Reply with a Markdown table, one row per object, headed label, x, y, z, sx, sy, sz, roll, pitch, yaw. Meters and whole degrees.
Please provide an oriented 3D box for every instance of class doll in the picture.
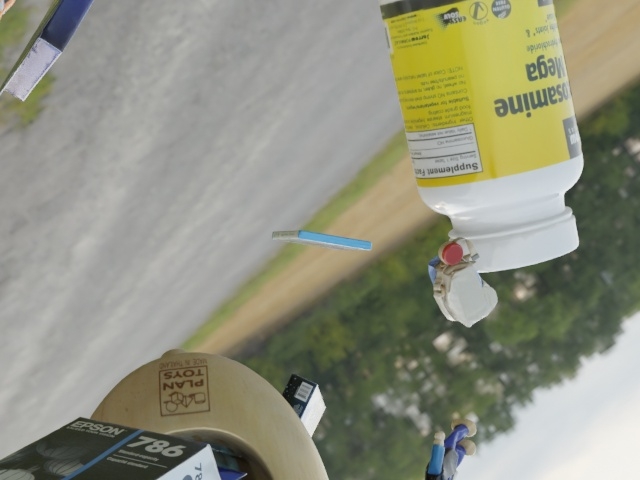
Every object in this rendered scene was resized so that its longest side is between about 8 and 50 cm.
| label | x | y | z | sx | sy | sz | roll | pitch | yaw |
| --- | --- | --- | --- | --- | --- | --- | --- | --- | --- |
| doll | 0.182 | 0.335 | 2.093 | 0.046 | 0.129 | 0.189 | 9 | -151 | 21 |

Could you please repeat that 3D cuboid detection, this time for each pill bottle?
| label | x | y | z | sx | sy | sz | roll | pitch | yaw |
| --- | --- | --- | --- | --- | --- | --- | --- | --- | --- |
| pill bottle | 0.185 | -0.142 | 1.562 | 0.187 | 0.334 | 0.188 | -12 | -172 | 2 |

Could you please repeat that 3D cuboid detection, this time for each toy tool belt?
| label | x | y | z | sx | sy | sz | roll | pitch | yaw |
| --- | --- | --- | --- | --- | --- | --- | --- | --- | --- |
| toy tool belt | 0.114 | 0.030 | 1.215 | 0.052 | 0.083 | 0.051 | -31 | -153 | -10 |

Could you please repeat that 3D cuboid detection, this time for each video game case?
| label | x | y | z | sx | sy | sz | roll | pitch | yaw |
| --- | --- | --- | --- | --- | --- | --- | --- | --- | --- |
| video game case | 0.000 | 0.000 | 2.241 | 0.119 | 0.015 | 0.166 | 9 | 177 | -16 |

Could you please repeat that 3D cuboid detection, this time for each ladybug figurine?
| label | x | y | z | sx | sy | sz | roll | pitch | yaw |
| --- | --- | --- | --- | --- | --- | --- | --- | --- | --- |
| ladybug figurine | -0.130 | 0.340 | 1.570 | 0.305 | 0.449 | 0.162 | -6 | 157 | -2 |

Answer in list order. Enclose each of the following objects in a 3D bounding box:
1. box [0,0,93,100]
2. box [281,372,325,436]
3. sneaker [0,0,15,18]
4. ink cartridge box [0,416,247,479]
| label | x | y | z | sx | sy | sz | roll | pitch | yaw |
| --- | --- | --- | --- | --- | --- | --- | --- | --- | --- |
| box | -0.301 | -0.249 | 1.628 | 0.136 | 0.036 | 0.225 | -33 | -153 | 55 |
| box | -0.067 | 0.326 | 2.114 | 0.233 | 0.044 | 0.159 | -63 | 168 | -15 |
| sneaker | -0.437 | -0.252 | 1.440 | 0.321 | 0.125 | 0.180 | -2 | -147 | 13 |
| ink cartridge box | -0.223 | 0.238 | 1.332 | 0.165 | 0.065 | 0.332 | 7 | -164 | 27 |
